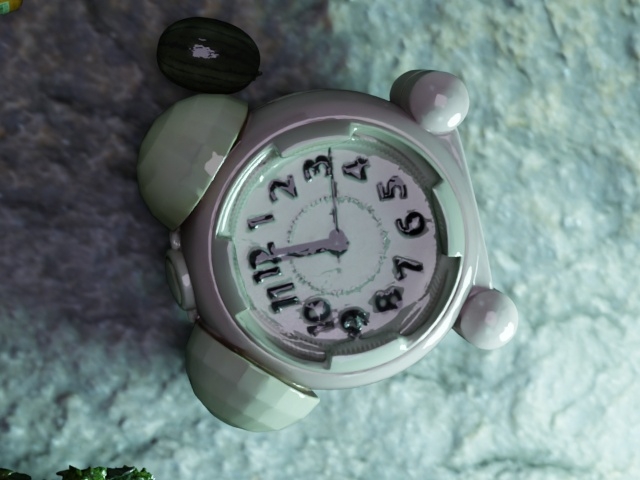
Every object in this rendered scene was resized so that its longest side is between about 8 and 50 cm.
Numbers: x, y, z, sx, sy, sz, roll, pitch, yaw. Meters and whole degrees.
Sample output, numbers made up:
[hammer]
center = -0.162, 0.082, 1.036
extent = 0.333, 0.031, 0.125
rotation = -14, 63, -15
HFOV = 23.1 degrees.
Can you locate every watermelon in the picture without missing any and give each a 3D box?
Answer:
[watermelon]
center = -0.109, -0.184, 1.562
extent = 0.111, 0.078, 0.078
rotation = 9, 92, -24

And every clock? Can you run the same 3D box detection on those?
[clock]
center = 0.000, 0.000, 1.565
extent = 0.326, 0.184, 0.342
rotation = -16, 94, -12

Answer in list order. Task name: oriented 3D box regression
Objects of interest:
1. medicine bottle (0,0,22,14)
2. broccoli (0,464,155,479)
[medicine bottle]
center = -0.382, -0.236, 1.462
extent = 0.192, 0.096, 0.096
rotation = -19, 100, -15
[broccoli]
center = -0.283, 0.301, 1.459
extent = 0.283, 0.321, 0.304
rotation = 38, 70, 14
